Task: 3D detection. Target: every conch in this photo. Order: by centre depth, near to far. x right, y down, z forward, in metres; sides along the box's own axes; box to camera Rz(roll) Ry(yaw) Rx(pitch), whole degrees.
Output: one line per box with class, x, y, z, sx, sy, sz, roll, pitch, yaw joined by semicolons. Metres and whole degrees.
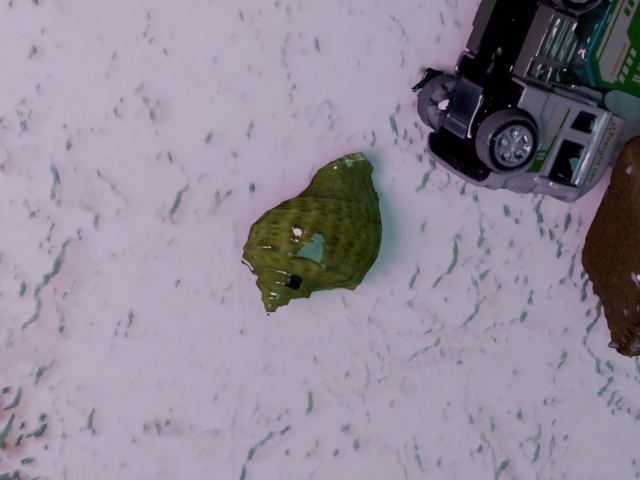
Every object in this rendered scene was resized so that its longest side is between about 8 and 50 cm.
conch;0.000;0.000;1.187;0.121;0.074;0.089;-57;143;-11

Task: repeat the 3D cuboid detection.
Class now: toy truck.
toy truck;0.161;-0.151;1.148;0.124;0.114;0.253;14;104;-28

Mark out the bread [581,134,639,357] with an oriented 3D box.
bread;0.390;-0.032;1.205;0.416;0.165;0.113;-13;65;-9
